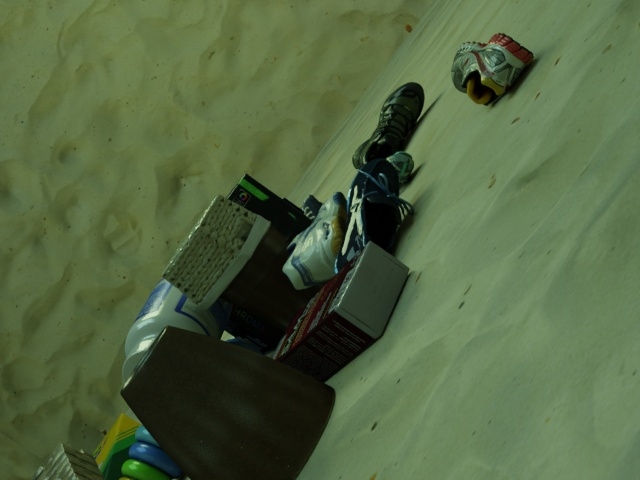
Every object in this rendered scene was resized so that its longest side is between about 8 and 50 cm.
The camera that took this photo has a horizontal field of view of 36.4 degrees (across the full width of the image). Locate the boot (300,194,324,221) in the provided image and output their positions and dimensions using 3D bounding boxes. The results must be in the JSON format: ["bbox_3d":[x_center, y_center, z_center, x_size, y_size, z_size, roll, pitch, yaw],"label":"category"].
[{"bbox_3d":[-0.018,-0.035,2.199,0.069,0.086,0.190,-51,8,25],"label":"boot"}]

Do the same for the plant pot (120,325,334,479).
[{"bbox_3d":[-0.136,0.218,1.272,0.215,0.230,0.215,-53,8,10],"label":"plant pot"}]

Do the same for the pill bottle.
[{"bbox_3d":[-0.255,0.168,1.714,0.152,0.152,0.272,-51,10,26],"label":"pill bottle"}]

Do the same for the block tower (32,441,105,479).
[{"bbox_3d":[-0.428,0.498,1.771,0.091,0.097,0.335,-52,36,-1],"label":"block tower"}]

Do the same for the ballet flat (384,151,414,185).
[{"bbox_3d":[0.112,-0.102,1.804,0.070,0.070,0.188,-59,5,-28],"label":"ballet flat"}]

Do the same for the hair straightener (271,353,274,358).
[{"bbox_3d":[-0.085,0.256,1.482,0.089,0.047,0.230,-44,13,54],"label":"hair straightener"}]

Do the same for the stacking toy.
[{"bbox_3d":[-0.333,0.466,1.876,0.330,0.141,0.141,-66,12,-24],"label":"stacking toy"}]

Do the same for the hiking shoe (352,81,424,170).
[{"bbox_3d":[0.157,-0.226,2.052,0.227,0.086,0.114,-59,20,12],"label":"hiking shoe"}]

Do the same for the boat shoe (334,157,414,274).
[{"bbox_3d":[0.097,-0.032,1.522,0.089,0.109,0.258,-37,34,44],"label":"boat shoe"}]

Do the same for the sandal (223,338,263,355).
[{"bbox_3d":[-0.194,0.240,1.903,0.138,0.126,0.317,-50,13,-32],"label":"sandal"}]

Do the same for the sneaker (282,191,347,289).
[{"bbox_3d":[0.000,0.000,1.666,0.131,0.112,0.296,-29,6,12],"label":"sneaker"}]

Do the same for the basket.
[{"bbox_3d":[-0.181,0.017,1.656,0.167,0.103,0.113,-47,11,39],"label":"basket"}]

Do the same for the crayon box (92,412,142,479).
[{"bbox_3d":[-0.532,0.628,2.244,0.363,0.106,0.313,-54,15,13],"label":"crayon box"}]

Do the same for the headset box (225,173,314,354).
[{"bbox_3d":[-0.129,0.043,1.950,0.283,0.246,0.131,-56,7,-20],"label":"headset box"}]

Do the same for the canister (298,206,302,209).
[{"bbox_3d":[-0.075,-0.018,2.533,0.126,0.073,0.170,-56,6,-11],"label":"canister"}]

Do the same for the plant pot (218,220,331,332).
[{"bbox_3d":[-0.073,0.081,1.732,0.167,0.165,0.167,-52,8,11],"label":"plant pot"}]

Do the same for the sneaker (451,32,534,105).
[{"bbox_3d":[0.251,-0.263,1.544,0.093,0.088,0.225,-56,7,-4],"label":"sneaker"}]

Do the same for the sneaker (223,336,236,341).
[{"bbox_3d":[-0.221,0.280,2.079,0.115,0.090,0.232,-43,14,42],"label":"sneaker"}]

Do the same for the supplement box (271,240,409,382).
[{"bbox_3d":[0.019,0.117,1.365,0.239,0.073,0.130,-47,11,48],"label":"supplement box"}]
